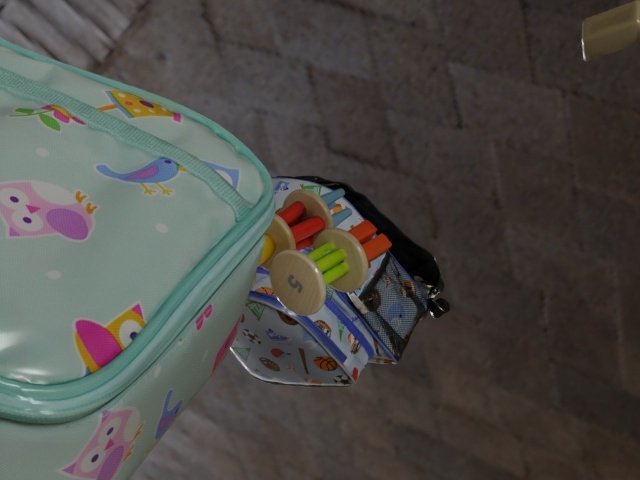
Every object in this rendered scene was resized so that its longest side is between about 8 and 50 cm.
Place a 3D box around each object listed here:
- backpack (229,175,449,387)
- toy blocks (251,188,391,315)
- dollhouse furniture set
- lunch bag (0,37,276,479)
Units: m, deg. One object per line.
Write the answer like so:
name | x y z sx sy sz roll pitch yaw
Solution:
backpack | -0.028 0.049 1.752 0.276 0.213 0.263 -7 125 41
toy blocks | 0.000 0.000 1.113 0.123 0.148 0.054 14 120 36
dollhouse furniture set | 0.267 -0.175 1.098 0.114 0.091 0.081 -16 144 39
lunch bag | -0.171 -0.012 0.590 0.279 0.224 0.108 26 127 10
